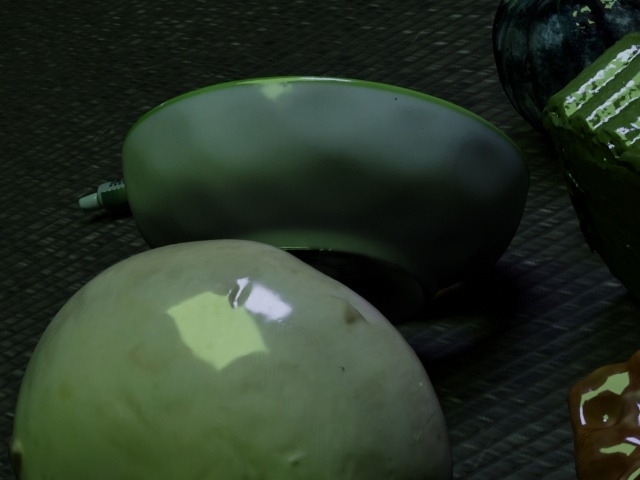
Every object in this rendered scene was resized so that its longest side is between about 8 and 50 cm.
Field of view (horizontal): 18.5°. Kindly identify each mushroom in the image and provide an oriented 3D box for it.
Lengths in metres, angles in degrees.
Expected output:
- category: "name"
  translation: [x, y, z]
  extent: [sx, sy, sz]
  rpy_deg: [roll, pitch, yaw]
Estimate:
- category: "mushroom"
  translation: [-0.038, 0.125, 1.386]
  extent: [0.314, 0.314, 0.336]
  rpy_deg: [-10, 13, 26]

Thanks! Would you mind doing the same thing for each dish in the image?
- category: "dish"
  translation: [0.000, 0.000, 1.540]
  extent: [0.324, 0.324, 0.124]
  rpy_deg: [-8, 64, 28]

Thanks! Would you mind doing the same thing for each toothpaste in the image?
- category: "toothpaste"
  translation: [-0.146, -0.059, 1.964]
  extent: [0.204, 0.031, 0.049]
  rpy_deg: [-14, 32, 15]

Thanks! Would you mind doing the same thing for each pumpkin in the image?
- category: "pumpkin"
  translation: [0.262, -0.184, 1.716]
  extent: [0.233, 0.163, 0.233]
  rpy_deg: [-30, 21, 13]

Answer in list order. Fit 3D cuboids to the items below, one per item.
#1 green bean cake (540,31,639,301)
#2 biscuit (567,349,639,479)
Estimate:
- category: "green bean cake"
  translation: [0.265, -0.028, 1.417]
  extent: [0.113, 0.214, 0.200]
  rpy_deg: [-35, 35, -9]
- category: "biscuit"
  translation: [0.339, 0.176, 1.058]
  extent: [0.395, 0.166, 0.342]
  rpy_deg: [-17, 37, 17]
